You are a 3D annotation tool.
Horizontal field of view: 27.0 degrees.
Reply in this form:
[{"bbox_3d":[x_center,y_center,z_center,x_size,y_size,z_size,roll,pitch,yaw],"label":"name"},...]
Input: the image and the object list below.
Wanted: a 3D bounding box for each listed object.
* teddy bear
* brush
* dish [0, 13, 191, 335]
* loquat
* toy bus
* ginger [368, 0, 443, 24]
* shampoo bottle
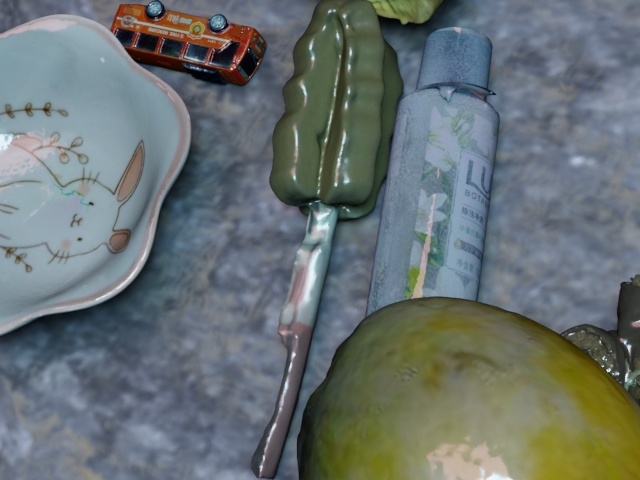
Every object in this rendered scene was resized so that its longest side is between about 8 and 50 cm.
[{"bbox_3d":[0.203,0.080,0.740,0.160,0.078,0.119,4,93,35],"label":"teddy bear"},{"bbox_3d":[0.000,0.000,0.829,0.071,0.084,0.301,7,77,22],"label":"brush"},{"bbox_3d":[-0.188,-0.034,0.889,0.229,0.081,0.229,-4,68,11],"label":"dish"},{"bbox_3d":[0.088,0.133,0.687,0.179,0.179,0.227,-37,81,0],"label":"loquat"},{"bbox_3d":[-0.094,-0.137,0.927,0.110,0.031,0.043,15,77,22],"label":"toy bus"},{"bbox_3d":[0.071,-0.270,0.887,0.218,0.123,0.270,25,61,35],"label":"ginger"},{"bbox_3d":[0.072,-0.027,0.817,0.072,0.072,0.214,4,71,17],"label":"shampoo bottle"}]
